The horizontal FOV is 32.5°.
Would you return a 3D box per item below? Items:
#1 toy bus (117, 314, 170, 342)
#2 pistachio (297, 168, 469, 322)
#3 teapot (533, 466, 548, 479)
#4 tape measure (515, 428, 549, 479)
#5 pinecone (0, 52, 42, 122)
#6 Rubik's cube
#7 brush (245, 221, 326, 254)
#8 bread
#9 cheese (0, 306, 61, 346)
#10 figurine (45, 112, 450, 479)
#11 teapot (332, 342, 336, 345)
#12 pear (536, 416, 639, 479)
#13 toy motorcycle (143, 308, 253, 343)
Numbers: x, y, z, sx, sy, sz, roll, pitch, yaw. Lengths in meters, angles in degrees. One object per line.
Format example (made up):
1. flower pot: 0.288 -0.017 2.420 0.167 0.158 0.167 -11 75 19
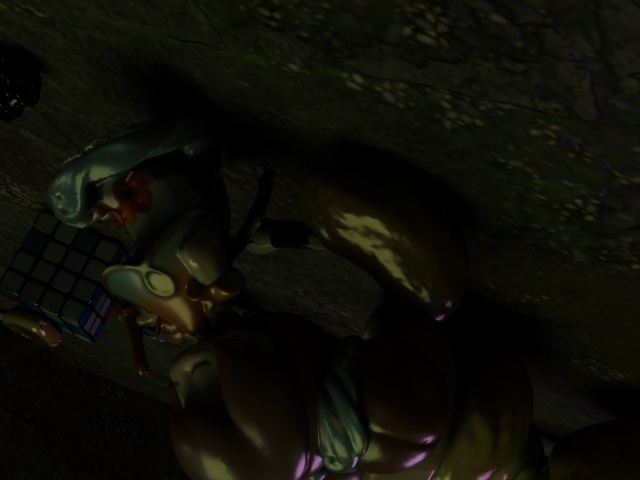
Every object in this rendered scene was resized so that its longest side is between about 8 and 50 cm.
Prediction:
1. toy bus: -0.333 0.145 2.123 0.167 0.073 0.076 1 149 47
2. pistachio: 0.069 -0.010 1.014 0.189 0.100 0.110 42 137 -8
3. teapot: 0.417 0.474 1.655 0.423 0.280 0.252 2 154 34
4. tape measure: 0.262 0.325 1.757 0.200 0.106 0.175 30 150 -22
5. pinecone: -0.335 -0.165 1.159 0.083 0.077 0.077 -18 137 43
6. Rubik's cube: -0.422 0.062 1.844 0.155 0.154 0.151 24 164 5
7. brush: 0.000 0.000 1.243 0.042 0.039 0.299 37 159 -33
8. bread: 0.120 0.262 1.358 0.245 0.329 0.424 23 152 8
9. cheese: -0.520 0.136 1.875 0.162 0.036 0.086 16 160 27
10. figurine: -0.081 0.085 1.072 0.388 0.248 0.276 63 146 12
11. teapot: -0.020 0.222 1.780 0.182 0.173 0.269 -19 154 8
12. pear: 0.406 0.361 1.344 0.314 0.314 0.314 23 164 7
13. toy motorcycle: -0.201 0.134 1.839 0.315 0.113 0.169 22 175 45
